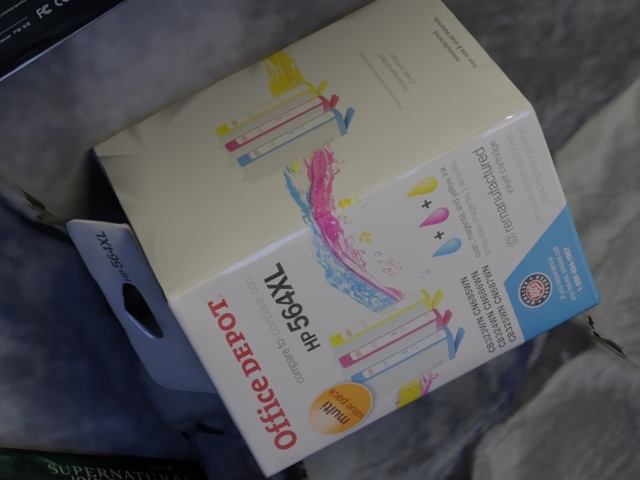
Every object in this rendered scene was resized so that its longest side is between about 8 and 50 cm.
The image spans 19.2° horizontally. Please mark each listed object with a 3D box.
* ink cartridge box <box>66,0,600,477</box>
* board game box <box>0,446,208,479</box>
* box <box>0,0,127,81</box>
[{"bbox_3d":[0.000,0.000,0.615,0.143,0.090,0.092,-29,130,-3],"label":"ink cartridge box"},{"bbox_3d":[-0.143,0.129,0.685,0.186,0.026,0.126,10,119,-30],"label":"board game box"},{"bbox_3d":[-0.141,-0.108,0.499,0.220,0.051,0.175,-32,130,1],"label":"box"}]
